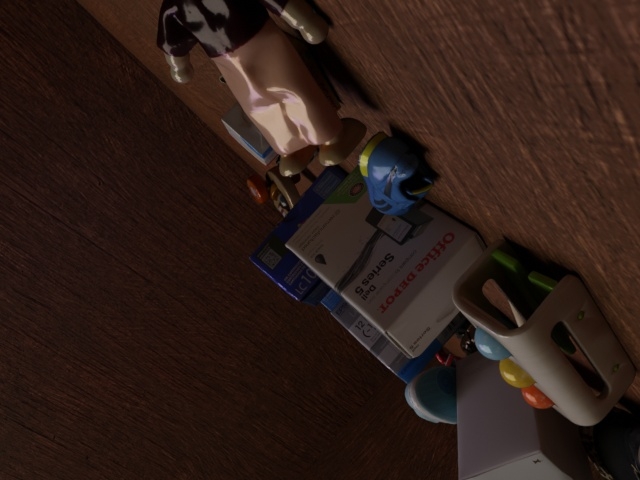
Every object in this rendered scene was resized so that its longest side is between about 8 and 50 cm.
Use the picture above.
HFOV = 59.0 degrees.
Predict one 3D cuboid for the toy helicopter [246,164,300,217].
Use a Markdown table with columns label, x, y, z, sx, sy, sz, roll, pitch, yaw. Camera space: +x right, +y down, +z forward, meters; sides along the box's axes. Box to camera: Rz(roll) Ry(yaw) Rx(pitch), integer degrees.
| label | x | y | z | sx | sy | sz | roll | pitch | yaw |
| --- | --- | --- | --- | --- | --- | --- | --- | --- | --- |
| toy helicopter | -0.063 | -0.056 | 1.650 | 0.235 | 0.140 | 0.355 | 37 | 153 | 50 |

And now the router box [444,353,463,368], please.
| label | x | y | z | sx | sy | sz | roll | pitch | yaw |
| --- | --- | --- | --- | --- | --- | --- | --- | --- | --- |
| router box | 0.512 | 0.421 | 1.513 | 0.301 | 0.082 | 0.335 | 18 | 169 | 34 |

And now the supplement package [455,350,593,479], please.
| label | x | y | z | sx | sy | sz | roll | pitch | yaw |
| --- | --- | --- | --- | --- | --- | --- | --- | --- | --- |
| supplement package | 0.386 | 0.359 | 1.105 | 0.177 | 0.175 | 0.293 | 43 | -148 | -18 |

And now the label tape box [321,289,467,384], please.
| label | x | y | z | sx | sy | sz | roll | pitch | yaw |
| --- | --- | --- | --- | --- | --- | --- | --- | --- | --- |
| label tape box | 0.160 | 0.136 | 1.375 | 0.347 | 0.249 | 0.115 | 40 | 177 | 34 |

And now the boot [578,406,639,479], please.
| label | x | y | z | sx | sy | sz | roll | pitch | yaw |
| --- | --- | --- | --- | --- | --- | --- | --- | --- | --- |
| boot | 0.598 | 0.424 | 0.904 | 0.377 | 0.138 | 0.284 | 45 | 176 | 3 |

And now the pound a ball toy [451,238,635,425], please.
| label | x | y | z | sx | sy | sz | roll | pitch | yaw |
| --- | --- | --- | --- | --- | --- | --- | --- | --- | --- |
| pound a ball toy | 0.288 | 0.137 | 0.800 | 0.319 | 0.136 | 0.208 | 44 | 176 | -36 |

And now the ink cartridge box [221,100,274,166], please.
| label | x | y | z | sx | sy | sz | roll | pitch | yaw |
| --- | --- | --- | --- | --- | --- | --- | --- | --- | --- |
| ink cartridge box | -0.165 | -0.266 | 1.438 | 0.134 | 0.078 | 0.231 | 42 | 178 | -1 |

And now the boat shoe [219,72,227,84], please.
| label | x | y | z | sx | sy | sz | roll | pitch | yaw |
| --- | --- | --- | --- | --- | --- | --- | --- | --- | --- |
| boat shoe | -0.133 | -0.285 | 0.998 | 0.153 | 0.048 | 0.056 | 39 | 176 | 46 |

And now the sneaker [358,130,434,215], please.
| label | x | y | z | sx | sy | sz | roll | pitch | yaw |
| --- | --- | --- | --- | --- | --- | --- | --- | --- | --- |
| sneaker | 0.112 | -0.068 | 0.760 | 0.082 | 0.069 | 0.209 | 37 | 175 | 23 |

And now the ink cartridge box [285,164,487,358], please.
| label | x | y | z | sx | sy | sz | roll | pitch | yaw |
| --- | --- | --- | --- | --- | --- | --- | --- | --- | --- |
| ink cartridge box | 0.105 | 0.023 | 0.912 | 0.273 | 0.198 | 0.115 | 39 | 175 | 43 |

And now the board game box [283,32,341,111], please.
| label | x | y | z | sx | sy | sz | roll | pitch | yaw |
| --- | --- | --- | --- | --- | --- | --- | --- | --- | --- |
| board game box | -0.084 | -0.266 | 0.793 | 0.259 | 0.039 | 0.124 | 43 | 177 | 35 |

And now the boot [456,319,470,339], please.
| label | x | y | z | sx | sy | sz | roll | pitch | yaw |
| --- | --- | --- | --- | --- | --- | --- | --- | --- | --- |
| boot | 0.436 | 0.279 | 1.674 | 0.229 | 0.091 | 0.263 | 46 | 172 | 1 |

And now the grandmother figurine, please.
| label | x | y | z | sx | sy | sz | roll | pitch | yaw |
| --- | --- | --- | --- | --- | --- | --- | --- | --- | --- |
| grandmother figurine | -0.091 | -0.222 | 0.609 | 0.342 | 0.208 | 0.104 | 55 | -149 | -37 |

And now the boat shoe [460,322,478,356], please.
| label | x | y | z | sx | sy | sz | roll | pitch | yaw |
| --- | --- | --- | --- | --- | --- | --- | --- | --- | --- |
| boat shoe | 0.384 | 0.235 | 1.304 | 0.110 | 0.104 | 0.307 | 41 | 177 | 27 |

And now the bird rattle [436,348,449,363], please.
| label | x | y | z | sx | sy | sz | roll | pitch | yaw |
| --- | --- | --- | --- | --- | --- | --- | --- | --- | --- |
| bird rattle | 0.301 | 0.212 | 1.499 | 0.143 | 0.207 | 0.253 | -4 | 151 | 24 |

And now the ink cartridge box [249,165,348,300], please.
| label | x | y | z | sx | sy | sz | roll | pitch | yaw |
| --- | --- | --- | --- | --- | --- | --- | --- | --- | --- |
| ink cartridge box | 0.000 | 0.000 | 1.276 | 0.151 | 0.270 | 0.395 | 39 | 177 | 11 |

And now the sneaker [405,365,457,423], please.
| label | x | y | z | sx | sy | sz | roll | pitch | yaw |
| --- | --- | --- | --- | --- | --- | --- | --- | --- | --- |
| sneaker | 0.258 | 0.366 | 1.303 | 0.319 | 0.208 | 0.127 | 11 | -119 | -41 |

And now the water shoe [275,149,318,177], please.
| label | x | y | z | sx | sy | sz | roll | pitch | yaw |
| --- | --- | --- | --- | --- | --- | --- | --- | --- | --- |
| water shoe | -0.054 | -0.179 | 1.215 | 0.073 | 0.080 | 0.203 | 41 | 177 | 5 |
